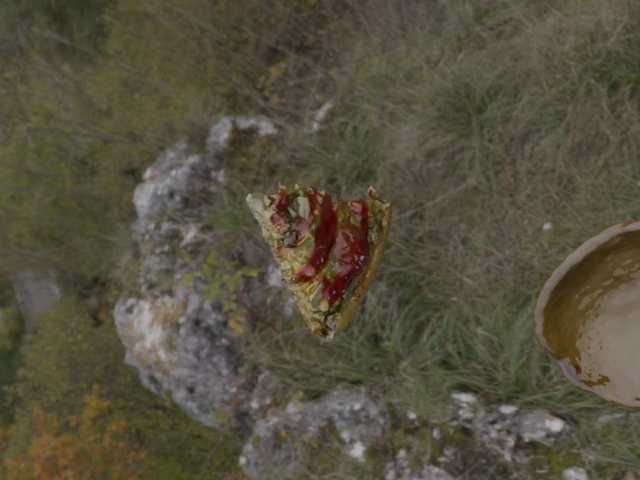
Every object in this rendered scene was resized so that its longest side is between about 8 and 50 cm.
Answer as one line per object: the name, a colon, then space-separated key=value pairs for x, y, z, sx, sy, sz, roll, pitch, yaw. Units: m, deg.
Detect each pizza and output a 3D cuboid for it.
pizza: x=0.000 y=0.000 z=0.932 sx=0.062 sy=0.199 sz=0.188 roll=3 pitch=66 yaw=49

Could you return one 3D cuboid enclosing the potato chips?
potato chips: x=0.318 y=0.067 z=0.841 sx=0.195 sy=0.062 sz=0.208 roll=17 pitch=115 yaw=25
